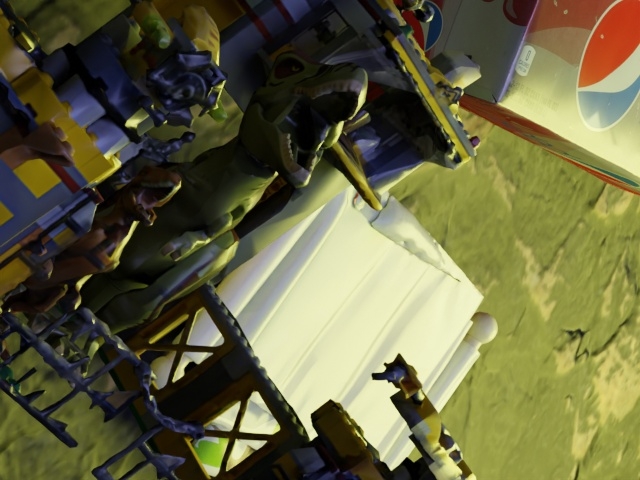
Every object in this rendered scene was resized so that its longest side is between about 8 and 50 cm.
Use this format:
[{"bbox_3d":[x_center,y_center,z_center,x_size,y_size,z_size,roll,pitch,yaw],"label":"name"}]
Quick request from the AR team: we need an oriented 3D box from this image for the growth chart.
[{"bbox_3d":[0.006,0.057,0.866,0.172,0.021,0.237,-49,148,-8],"label":"growth chart"}]

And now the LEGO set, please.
[{"bbox_3d":[-0.029,-0.045,0.599,0.192,0.255,0.331,-36,129,1],"label":"LEGO set"}]

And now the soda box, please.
[{"bbox_3d":[0.130,-0.087,0.941,0.263,0.083,0.092,19,92,-56],"label":"soda box"}]

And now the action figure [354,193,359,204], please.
[{"bbox_3d":[0.000,0.000,0.863,0.115,0.030,0.038,-61,140,-15],"label":"action figure"}]
